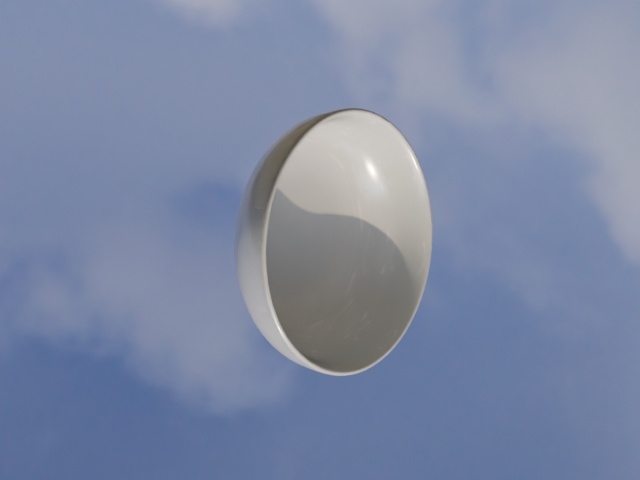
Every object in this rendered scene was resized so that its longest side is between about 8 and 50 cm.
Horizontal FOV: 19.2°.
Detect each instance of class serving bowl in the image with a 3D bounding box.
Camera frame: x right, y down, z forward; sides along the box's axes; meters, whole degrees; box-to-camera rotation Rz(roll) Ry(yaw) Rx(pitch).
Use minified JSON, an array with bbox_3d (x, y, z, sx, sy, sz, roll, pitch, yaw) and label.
[{"bbox_3d":[0.000,0.000,0.596,0.027,0.083,0.083,4,-157,40],"label":"serving bowl"}]
